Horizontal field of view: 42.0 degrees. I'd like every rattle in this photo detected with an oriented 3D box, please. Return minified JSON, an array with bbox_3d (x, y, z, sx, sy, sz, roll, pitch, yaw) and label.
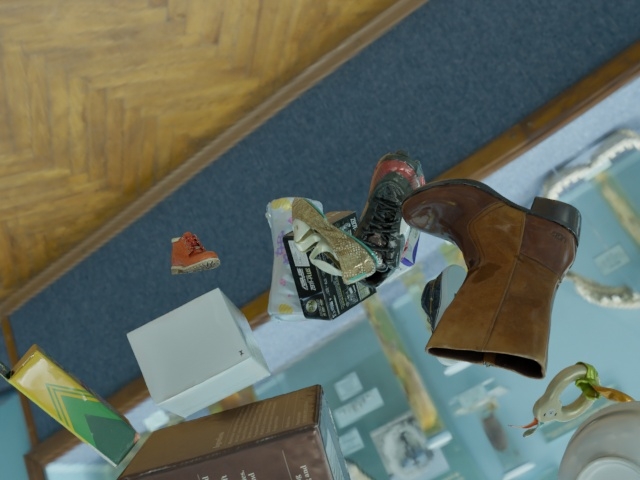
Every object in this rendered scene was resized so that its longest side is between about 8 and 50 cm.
[{"bbox_3d":[0.481,0.340,1.600,0.200,0.143,0.130,-35,142,-9],"label":"rattle"}]

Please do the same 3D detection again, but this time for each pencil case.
[{"bbox_3d":[-0.054,0.041,1.806,0.124,0.273,0.113,4,169,-29],"label":"pencil case"}]

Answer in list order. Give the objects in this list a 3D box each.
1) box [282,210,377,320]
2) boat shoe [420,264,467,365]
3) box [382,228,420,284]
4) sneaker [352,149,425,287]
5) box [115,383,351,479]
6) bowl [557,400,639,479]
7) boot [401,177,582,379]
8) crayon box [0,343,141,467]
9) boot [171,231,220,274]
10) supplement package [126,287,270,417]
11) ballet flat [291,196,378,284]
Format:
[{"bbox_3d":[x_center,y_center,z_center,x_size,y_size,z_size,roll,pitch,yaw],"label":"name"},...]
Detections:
[{"bbox_3d":[0.020,0.048,1.659,0.077,0.180,0.147,-1,-159,45],"label":"box"},{"bbox_3d":[0.210,0.135,1.417,0.065,0.183,0.083,22,148,-16],"label":"boat shoe"},{"bbox_3d":[0.148,0.018,1.842,0.072,0.126,0.137,34,136,-20],"label":"box"},{"bbox_3d":[0.111,-0.024,1.434,0.135,0.098,0.276,-60,167,-45],"label":"sneaker"},{"bbox_3d":[-0.072,0.268,0.853,0.203,0.168,0.167,-16,-176,2],"label":"box"},{"bbox_3d":[0.494,0.408,1.327,0.134,0.298,0.298,8,138,-48],"label":"bowl"},{"bbox_3d":[0.196,0.051,1.116,0.096,0.264,0.280,85,27,-48],"label":"boot"},{"bbox_3d":[-0.514,0.310,1.671,0.081,0.318,0.202,-50,-166,-15],"label":"crayon box"},{"bbox_3d":[-0.256,0.023,1.672,0.059,0.084,0.158,-1,177,-39],"label":"boot"},{"bbox_3d":[-0.224,0.217,1.575,0.194,0.149,0.203,-27,160,-2],"label":"supplement package"},{"bbox_3d":[0.000,0.000,1.254,0.067,0.206,0.073,-37,133,-16],"label":"ballet flat"}]
